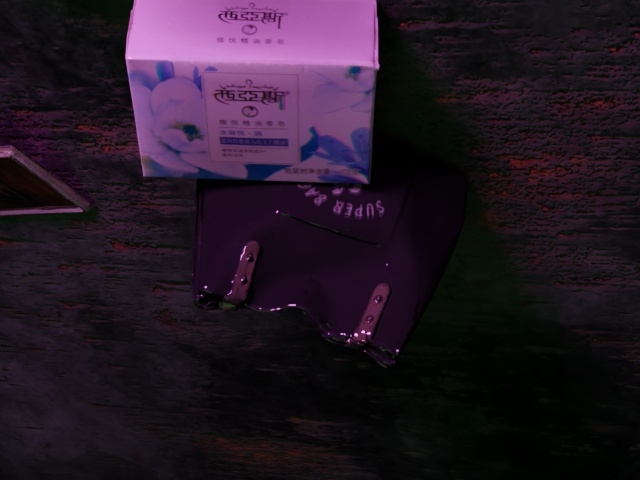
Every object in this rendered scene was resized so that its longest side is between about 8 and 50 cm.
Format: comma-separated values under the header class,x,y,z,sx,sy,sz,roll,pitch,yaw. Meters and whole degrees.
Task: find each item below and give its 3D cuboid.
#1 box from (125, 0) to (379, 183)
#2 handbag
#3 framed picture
class,x,y,z,sx,sy,sz,roll,pitch,yaw
box,-0.073,-0.170,1.509,0.274,0.116,0.203,2,142,0
handbag,0.000,0.000,1.602,0.342,0.288,0.152,16,140,-2
framed picture,-0.485,-0.077,1.861,0.273,0.016,0.216,-2,157,24
